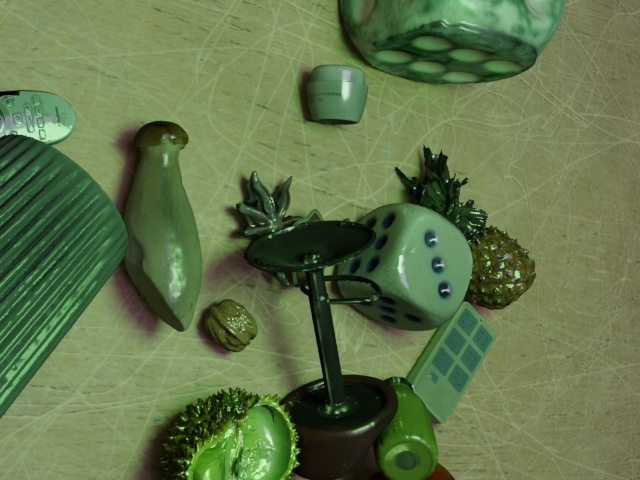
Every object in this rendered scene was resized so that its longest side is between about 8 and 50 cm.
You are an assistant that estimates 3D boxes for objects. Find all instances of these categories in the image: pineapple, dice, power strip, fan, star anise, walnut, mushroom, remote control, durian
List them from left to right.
[{"bbox_3d":[-0.501,-0.181,1.436,0.256,0.045,0.097,-6,87,-33],"label":"remote control"},{"bbox_3d":[-0.258,-0.024,1.541,0.128,0.128,0.350,3,80,-36],"label":"mushroom"},{"bbox_3d":[-0.157,0.350,1.534,0.237,0.176,0.200,-40,117,-27],"label":"durian"},{"bbox_3d":[-0.155,0.146,1.621,0.079,0.082,0.096,-45,105,1],"label":"walnut"},{"bbox_3d":[-0.086,-0.029,1.704,0.180,0.061,0.204,-43,110,-37],"label":"star anise"},{"bbox_3d":[0.000,0.000,1.756,0.220,0.009,0.132,-32,123,-51],"label":"fan"},{"bbox_3d":[0.160,0.052,1.790,0.192,0.194,0.193,36,67,-26],"label":"dice"},{"bbox_3d":[0.264,0.250,1.930,0.118,0.046,0.270,49,60,-21],"label":"power strip"},{"bbox_3d":[0.257,-0.502,1.848,0.328,0.330,0.348,8,78,-34],"label":"dice"},{"bbox_3d":[0.287,-0.023,1.934,0.364,0.165,0.165,49,59,-11],"label":"pineapple"}]

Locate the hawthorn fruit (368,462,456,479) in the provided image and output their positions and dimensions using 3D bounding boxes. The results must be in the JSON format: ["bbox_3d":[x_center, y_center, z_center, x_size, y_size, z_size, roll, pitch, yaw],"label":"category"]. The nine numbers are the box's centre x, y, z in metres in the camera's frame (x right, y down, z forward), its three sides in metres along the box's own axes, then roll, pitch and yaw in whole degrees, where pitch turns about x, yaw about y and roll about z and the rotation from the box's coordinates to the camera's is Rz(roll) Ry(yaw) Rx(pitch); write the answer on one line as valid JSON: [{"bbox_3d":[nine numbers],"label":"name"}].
[{"bbox_3d":[0.179,0.535,1.707,0.224,0.224,0.261,13,38,-34],"label":"hawthorn fruit"}]

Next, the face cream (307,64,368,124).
[{"bbox_3d":[0.032,-0.277,1.788,0.117,0.117,0.104,2,92,-36],"label":"face cream"}]

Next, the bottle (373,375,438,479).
[{"bbox_3d":[0.147,0.335,1.723,0.112,0.260,0.112,0,109,0],"label":"bottle"}]

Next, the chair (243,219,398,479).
[{"bbox_3d":[0.009,0.188,1.617,0.226,0.226,0.401,-22,113,-36],"label":"chair"}]

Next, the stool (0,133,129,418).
[{"bbox_3d":[-0.463,0.047,1.295,0.297,0.297,0.330,50,54,-20],"label":"stool"}]
